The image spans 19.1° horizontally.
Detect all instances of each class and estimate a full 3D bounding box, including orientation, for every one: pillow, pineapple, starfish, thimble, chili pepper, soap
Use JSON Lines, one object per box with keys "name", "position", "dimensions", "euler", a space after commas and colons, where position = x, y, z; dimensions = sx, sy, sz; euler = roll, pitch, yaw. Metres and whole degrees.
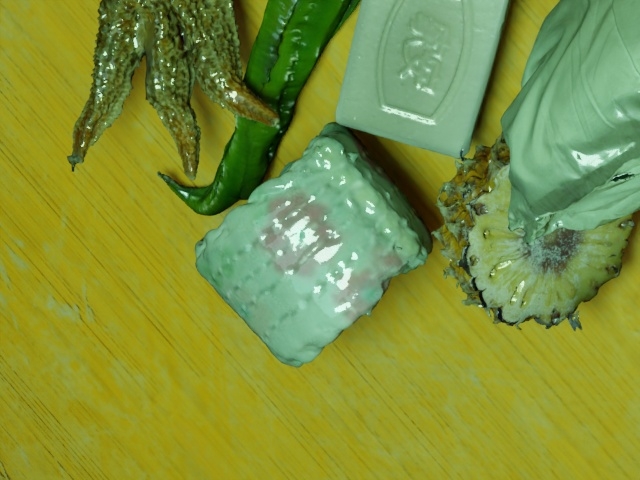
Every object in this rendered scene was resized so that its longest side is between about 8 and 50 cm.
{"name": "pillow", "position": [0.265, -0.150, 1.399], "dimensions": [0.138, 0.283, 0.310], "euler": [39, 132, -16]}
{"name": "pineapple", "position": [0.164, -0.022, 1.614], "dimensions": [0.137, 0.161, 0.176], "euler": [-134, 41, -61]}
{"name": "starfish", "position": [-0.160, -0.195, 1.683], "dimensions": [0.301, 0.084, 0.294], "euler": [-6, 93, 31]}
{"name": "thimble", "position": [0.000, 0.000, 1.657], "dimensions": [0.149, 0.185, 0.211], "euler": [49, 148, 0]}
{"name": "chili pepper", "position": [-0.049, -0.143, 1.700], "dimensions": [0.085, 0.076, 0.359], "euler": [24, 126, -12]}
{"name": "soap", "position": [0.091, -0.170, 1.593], "dimensions": [0.121, 0.064, 0.183], "euler": [16, 123, 5]}
